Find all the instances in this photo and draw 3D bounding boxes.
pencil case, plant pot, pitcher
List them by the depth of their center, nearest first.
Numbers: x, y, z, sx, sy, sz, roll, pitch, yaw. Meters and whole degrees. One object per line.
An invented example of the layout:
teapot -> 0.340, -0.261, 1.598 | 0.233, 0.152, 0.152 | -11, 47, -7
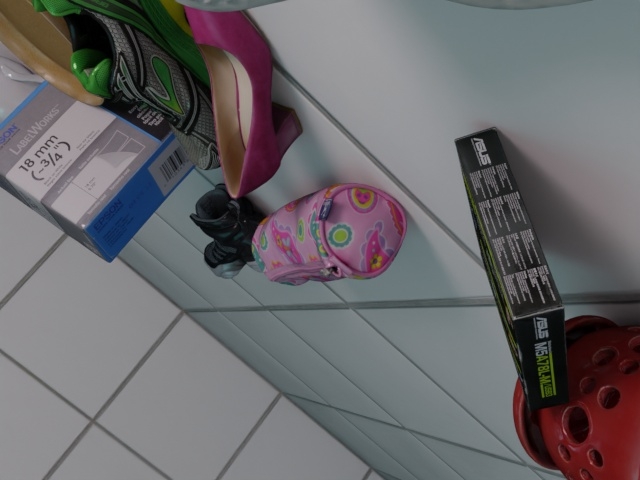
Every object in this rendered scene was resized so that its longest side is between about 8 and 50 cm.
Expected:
plant pot -> 0.303, 0.170, 0.710 | 0.191, 0.191, 0.174 | 48, 168, -27
plant pot -> -0.361, -0.267, 0.924 | 0.236, 0.032, 0.236 | 33, 161, 12
pencil case -> 0.000, 0.000, 0.963 | 0.124, 0.124, 0.284 | 43, 162, -14
pitcher -> -0.571, -0.282, 1.385 | 0.207, 0.125, 0.178 | 29, 142, -7

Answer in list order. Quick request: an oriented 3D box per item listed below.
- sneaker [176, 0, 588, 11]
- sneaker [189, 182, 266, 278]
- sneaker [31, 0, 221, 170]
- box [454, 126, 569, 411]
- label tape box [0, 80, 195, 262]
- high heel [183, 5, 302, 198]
sneaker -> 0.044, -0.210, 0.399 | 0.321, 0.127, 0.126 | 7, 154, 22
sneaker -> -0.163, -0.019, 1.260 | 0.153, 0.101, 0.268 | 46, 154, -21
sneaker -> -0.206, -0.197, 0.834 | 0.134, 0.146, 0.343 | 23, 157, 37
box -> 0.171, 0.029, 0.647 | 0.045, 0.191, 0.184 | -14, 141, 8
label tape box -> -0.360, -0.156, 1.063 | 0.333, 0.241, 0.106 | 30, 161, 21
high heel -> -0.106, -0.156, 0.787 | 0.082, 0.117, 0.244 | 26, 158, 33
